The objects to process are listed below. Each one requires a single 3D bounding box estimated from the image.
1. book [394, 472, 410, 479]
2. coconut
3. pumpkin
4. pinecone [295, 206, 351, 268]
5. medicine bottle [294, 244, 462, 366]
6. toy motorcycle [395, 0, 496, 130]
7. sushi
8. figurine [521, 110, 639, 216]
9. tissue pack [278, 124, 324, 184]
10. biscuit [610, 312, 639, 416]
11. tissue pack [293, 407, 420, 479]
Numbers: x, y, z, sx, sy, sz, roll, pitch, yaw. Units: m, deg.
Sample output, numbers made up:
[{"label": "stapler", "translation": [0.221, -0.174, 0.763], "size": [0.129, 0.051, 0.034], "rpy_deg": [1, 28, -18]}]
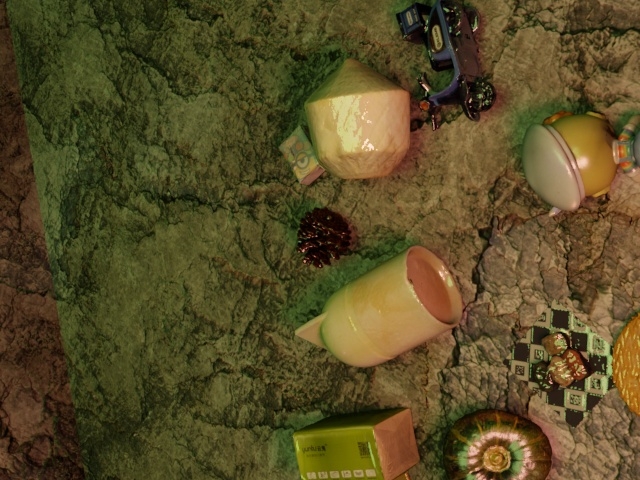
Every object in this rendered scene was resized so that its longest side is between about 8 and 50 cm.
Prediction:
[{"label": "book", "translation": [0.236, 0.746, 2.002], "size": [0.118, 0.012, 0.172], "rpy_deg": [-39, 69, 31]}, {"label": "coconut", "translation": [0.099, -0.324, 1.918], "size": [0.329, 0.329, 0.328], "rpy_deg": [1, 92, 37]}, {"label": "pumpkin", "translation": [0.425, 0.531, 1.757], "size": [0.260, 0.189, 0.260], "rpy_deg": [-2, 79, 10]}, {"label": "pinecone", "translation": [0.002, 0.002, 2.072], "size": [0.163, 0.163, 0.165], "rpy_deg": [43, 124, 28]}, {"label": "medicine bottle", "translation": [0.147, 0.204, 1.917], "size": [0.406, 0.236, 0.235], "rpy_deg": [-32, 72, 32]}, {"label": "toy motorcycle", "translation": [0.324, -0.455, 1.847], "size": [0.213, 0.125, 0.358], "rpy_deg": [-24, 75, 43]}, {"label": "sushi", "translation": [0.572, 0.296, 1.716], "size": [0.231, 0.047, 0.219], "rpy_deg": [44, 116, 28]}, {"label": "figurine", "translation": [0.623, -0.204, 1.572], "size": [0.382, 0.205, 0.224], "rpy_deg": [-21, 91, 34]}, {"label": "tissue pack", "translation": [-0.049, -0.256, 2.162], "size": [0.109, 0.060, 0.148], "rpy_deg": [-40, 69, 29]}, {"label": "biscuit", "translation": [0.737, 0.270, 1.546], "size": [0.254, 0.035, 0.253], "rpy_deg": [-21, 65, 54]}, {"label": "tissue pack", "translation": [0.098, 0.567, 1.984], "size": [0.275, 0.200, 0.167], "rpy_deg": [-15, 84, 36]}]
